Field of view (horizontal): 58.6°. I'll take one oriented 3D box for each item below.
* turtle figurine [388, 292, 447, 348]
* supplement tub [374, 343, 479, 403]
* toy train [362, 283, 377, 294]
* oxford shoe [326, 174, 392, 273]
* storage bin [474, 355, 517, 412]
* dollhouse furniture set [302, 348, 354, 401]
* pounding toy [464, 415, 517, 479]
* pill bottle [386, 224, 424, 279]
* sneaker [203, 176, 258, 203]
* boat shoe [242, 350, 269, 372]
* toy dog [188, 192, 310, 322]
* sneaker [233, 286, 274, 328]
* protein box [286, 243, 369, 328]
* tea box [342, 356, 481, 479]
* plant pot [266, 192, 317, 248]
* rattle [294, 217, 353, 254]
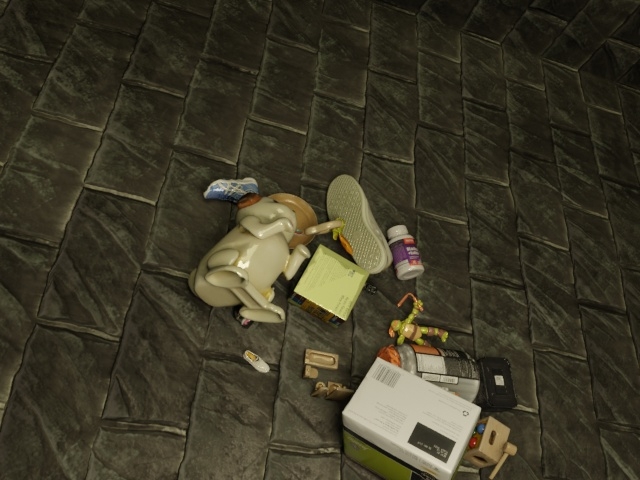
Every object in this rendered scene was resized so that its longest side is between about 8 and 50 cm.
[{"bbox_3d":[0.328,0.342,2.033,0.218,0.087,0.269,25,79,-9],"label":"turtle figurine"},{"bbox_3d":[0.351,0.451,1.912,0.316,0.193,0.193,10,59,-15],"label":"supplement tub"},{"bbox_3d":[0.137,0.160,2.098,0.158,0.027,0.036,20,55,-8],"label":"toy train"},{"bbox_3d":[0.146,-0.056,2.171,0.130,0.169,0.449,26,35,-54],"label":"oxford shoe"},{"bbox_3d":[0.619,0.516,2.042,0.122,0.084,0.180,7,61,-16],"label":"storage bin"},{"bbox_3d":[0.025,0.424,1.850,0.144,0.123,0.151,14,58,-13],"label":"dollhouse furniture set"},{"bbox_3d":[0.543,0.671,1.853,0.094,0.206,0.181,33,57,0],"label":"pounding toy"},{"bbox_3d":[0.318,0.044,2.180,0.108,0.108,0.193,-5,64,-22],"label":"pill bottle"},{"bbox_3d":[-0.323,-0.178,2.087,0.211,0.080,0.081,-11,64,-24],"label":"sneaker"},{"bbox_3d":[-0.206,0.390,1.839,0.100,0.035,0.035,38,56,4],"label":"boat shoe"},{"bbox_3d":[-0.216,0.037,1.882,0.284,0.396,0.407,46,51,-29],"label":"toy dog"},{"bbox_3d":[-0.224,0.208,1.917,0.077,0.072,0.178,33,50,12],"label":"sneaker"},{"bbox_3d":[0.026,0.161,1.975,0.201,0.136,0.199,30,66,-2],"label":"protein box"},{"bbox_3d":[0.258,0.571,1.681,0.329,0.323,0.220,24,53,22],"label":"tea box"},{"bbox_3d":[-0.127,-0.069,2.126,0.237,0.032,0.236,9,59,-15],"label":"plant pot"},{"bbox_3d":[0.000,0.000,2.070,0.200,0.130,0.142,-15,102,-16],"label":"rattle"}]
